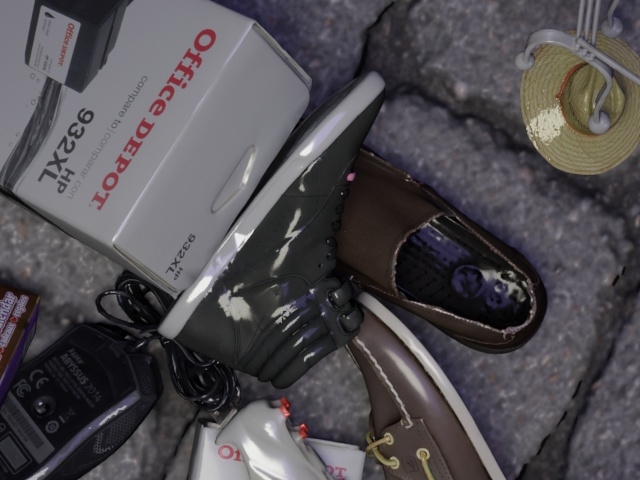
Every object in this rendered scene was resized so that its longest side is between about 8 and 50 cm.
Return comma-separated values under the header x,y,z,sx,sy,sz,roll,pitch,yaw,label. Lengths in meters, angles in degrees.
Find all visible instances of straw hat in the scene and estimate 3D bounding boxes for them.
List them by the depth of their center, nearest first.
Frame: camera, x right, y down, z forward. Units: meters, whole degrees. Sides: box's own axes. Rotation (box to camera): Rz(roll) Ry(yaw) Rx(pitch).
x,y,z,sx,sy,sz,roll,pitch,yaw,label
0.264,-0.137,1.691,0.144,0.061,0.144,0,88,-7,straw hat

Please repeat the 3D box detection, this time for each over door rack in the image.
x,y,z,sx,sy,sz,roll,pitch,yaw,label
0.335,-0.202,1.651,0.324,0.108,0.239,22,62,-18,over door rack

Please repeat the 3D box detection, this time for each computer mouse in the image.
x,y,z,sx,sy,sz,roll,pitch,yaw,label
-0.215,0.157,1.596,0.272,0.072,0.188,-33,56,-9,computer mouse

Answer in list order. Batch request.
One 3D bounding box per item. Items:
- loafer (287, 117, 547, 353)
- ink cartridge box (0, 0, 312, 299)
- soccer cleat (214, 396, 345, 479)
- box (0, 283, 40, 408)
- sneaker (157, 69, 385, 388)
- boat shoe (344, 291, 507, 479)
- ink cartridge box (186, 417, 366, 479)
x,y,z,sx,sy,sz,roll,pitch,yaw,label
0.060,-0.016,1.624,0.366,0.130,0.133,26,85,-6,loafer
-0.198,-0.124,1.518,0.307,0.129,0.223,28,82,31,ink cartridge box
-0.015,0.229,1.551,0.076,0.068,0.196,-35,92,6,soccer cleat
-0.380,0.133,1.495,0.201,0.057,0.293,17,43,0,box
0.000,0.000,1.532,0.147,0.104,0.295,36,97,-7,sneaker
0.102,0.197,1.622,0.097,0.116,0.324,-35,105,-6,boat shoe
-0.054,0.279,1.617,0.154,0.093,0.212,10,88,-8,ink cartridge box
